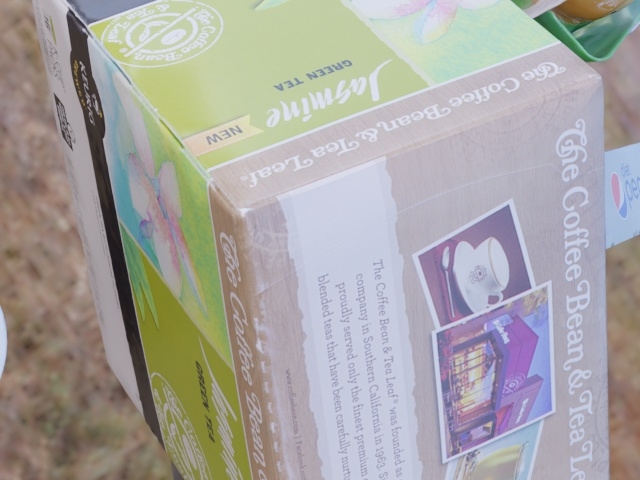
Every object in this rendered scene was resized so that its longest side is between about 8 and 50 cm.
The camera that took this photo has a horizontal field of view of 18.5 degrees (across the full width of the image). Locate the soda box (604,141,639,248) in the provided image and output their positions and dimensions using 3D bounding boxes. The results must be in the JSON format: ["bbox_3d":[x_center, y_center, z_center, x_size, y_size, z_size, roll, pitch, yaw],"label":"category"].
[{"bbox_3d":[0.262,-0.039,1.939,0.286,0.098,0.091,-16,92,-66],"label":"soda box"}]

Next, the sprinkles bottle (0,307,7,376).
[{"bbox_3d":[-0.418,0.072,1.573,0.121,0.355,0.121,-9,100,-55],"label":"sprinkles bottle"}]

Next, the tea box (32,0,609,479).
[{"bbox_3d":[0.000,0.000,1.175,0.323,0.220,0.329,47,-28,48],"label":"tea box"}]

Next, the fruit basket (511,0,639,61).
[{"bbox_3d":[0.286,-0.278,1.636,0.165,0.353,0.327,50,58,-14],"label":"fruit basket"}]

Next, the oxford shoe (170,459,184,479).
[{"bbox_3d":[-0.105,0.292,2.187,0.212,0.076,0.076,58,0,36],"label":"oxford shoe"}]
